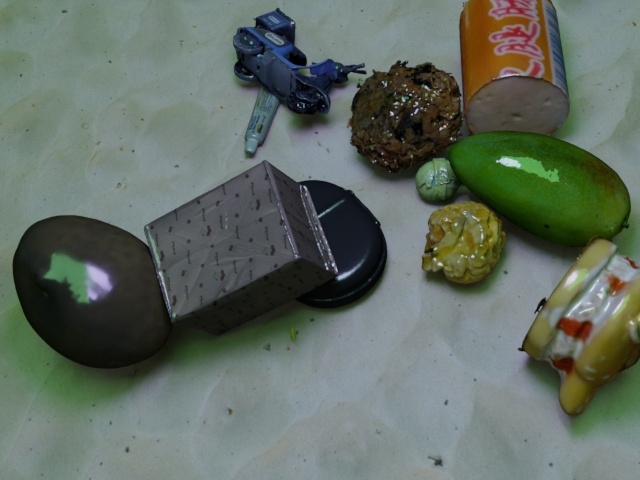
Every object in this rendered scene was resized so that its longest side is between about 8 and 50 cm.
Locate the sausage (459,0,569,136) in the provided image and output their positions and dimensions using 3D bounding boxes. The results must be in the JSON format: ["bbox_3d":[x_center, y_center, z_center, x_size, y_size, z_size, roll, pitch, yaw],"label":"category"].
[{"bbox_3d":[0.426,-0.390,1.955,0.233,0.233,0.287,-1,59,7],"label":"sausage"}]

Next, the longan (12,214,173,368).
[{"bbox_3d":[-0.449,0.102,1.728,0.350,0.288,0.288,42,70,3],"label":"longan"}]

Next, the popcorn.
[{"bbox_3d":[0.288,0.003,1.783,0.170,0.180,0.180,13,51,-30],"label":"popcorn"}]

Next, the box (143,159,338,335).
[{"bbox_3d":[-0.157,0.022,1.719,0.297,0.190,0.225,-28,66,18],"label":"box"}]

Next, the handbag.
[{"bbox_3d":[0.000,-0.001,1.848,0.254,0.093,0.308,-33,60,-12],"label":"handbag"}]

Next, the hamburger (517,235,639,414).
[{"bbox_3d":[0.496,0.160,1.595,0.186,0.261,0.302,39,88,22],"label":"hamburger"}]

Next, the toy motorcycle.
[{"bbox_3d":[-0.064,-0.419,2.089,0.213,0.125,0.358,-28,55,-28],"label":"toy motorcycle"}]

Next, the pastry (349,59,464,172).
[{"bbox_3d":[0.174,-0.282,1.910,0.275,0.193,0.274,-12,69,34],"label":"pastry"}]

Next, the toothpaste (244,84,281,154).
[{"bbox_3d":[-0.135,-0.303,2.090,0.067,0.037,0.255,8,55,10],"label":"toothpaste"}]

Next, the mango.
[{"bbox_3d":[0.439,-0.115,1.775,0.382,0.201,0.225,23,25,10],"label":"mango"}]

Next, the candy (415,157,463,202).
[{"bbox_3d":[0.373,-0.129,1.897,0.336,0.092,0.093,1,71,-2],"label":"candy"}]
